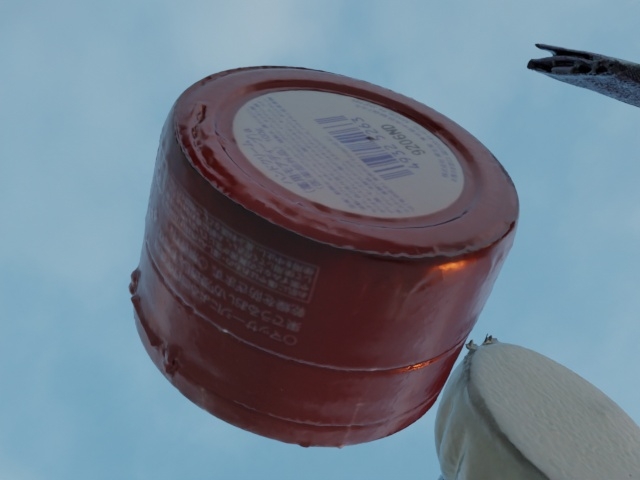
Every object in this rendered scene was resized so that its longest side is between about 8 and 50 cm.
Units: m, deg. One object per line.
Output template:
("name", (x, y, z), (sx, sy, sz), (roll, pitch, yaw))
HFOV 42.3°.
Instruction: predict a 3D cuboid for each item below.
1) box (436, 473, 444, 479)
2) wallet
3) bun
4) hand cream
("box", (0.253, 0.444, 0.953), (0.108, 0.263, 0.404), (-22, -113, -20))
("wallet", (0.265, -0.124, 0.679), (0.166, 0.111, 0.030), (11, -75, -22))
("bun", (0.210, 0.244, 0.828), (0.263, 0.263, 0.175), (33, -67, 6))
("hand cream", (0.000, 0.000, 0.446), (0.193, 0.193, 0.125), (22, -54, 6))
